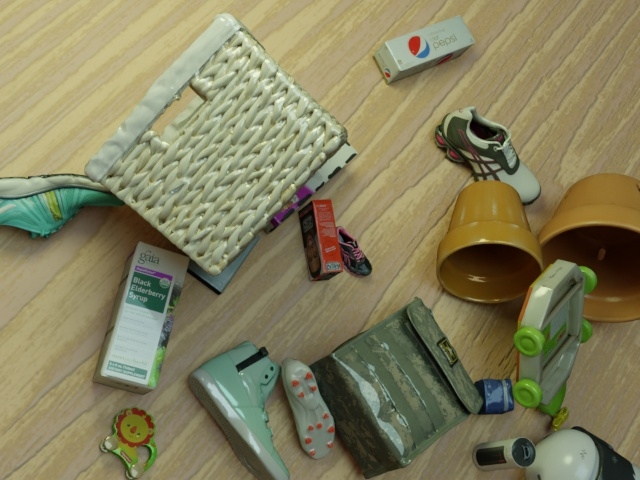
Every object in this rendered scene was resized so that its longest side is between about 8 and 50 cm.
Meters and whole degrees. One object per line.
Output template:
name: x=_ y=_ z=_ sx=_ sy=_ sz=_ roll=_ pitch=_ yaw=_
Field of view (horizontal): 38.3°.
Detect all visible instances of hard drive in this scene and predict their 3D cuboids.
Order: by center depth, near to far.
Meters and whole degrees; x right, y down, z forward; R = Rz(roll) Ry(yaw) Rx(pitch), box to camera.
hard drive: x=-0.183 y=0.019 z=1.681 sx=0.094 sy=0.022 sz=0.135 roll=37 pitch=63 yaw=-9

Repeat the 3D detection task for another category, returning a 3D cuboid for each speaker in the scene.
speaker: x=0.343 y=0.401 z=1.725 sx=0.055 sy=0.136 sz=0.055 roll=7 pitch=72 yaw=-21

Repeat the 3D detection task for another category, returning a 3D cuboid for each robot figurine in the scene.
robot figurine: x=0.522 y=0.480 z=1.762 sx=0.278 sy=0.209 sz=0.174 roll=33 pitch=93 yaw=-12

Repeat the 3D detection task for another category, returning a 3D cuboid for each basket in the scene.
basket: x=-0.150 y=-0.150 z=1.511 sx=0.266 sy=0.331 sz=0.328 roll=43 pitch=96 yaw=-3

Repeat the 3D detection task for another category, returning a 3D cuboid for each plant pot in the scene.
plant pot: x=0.334 y=-0.009 z=1.830 sx=0.205 sy=0.205 sz=0.188 roll=20 pitch=51 yaw=-17
plant pot: x=0.590 y=0.001 z=1.894 sx=0.290 sy=0.291 sz=0.204 roll=32 pitch=48 yaw=-11

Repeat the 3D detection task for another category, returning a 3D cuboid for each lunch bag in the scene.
lunch bag: x=0.153 y=0.255 z=1.676 sx=0.287 sy=0.169 sz=0.235 roll=-28 pitch=83 yaw=-35
lunch bag: x=0.337 y=0.302 z=1.778 sx=0.065 sy=0.098 sz=0.067 roll=0 pitch=78 yaw=-5

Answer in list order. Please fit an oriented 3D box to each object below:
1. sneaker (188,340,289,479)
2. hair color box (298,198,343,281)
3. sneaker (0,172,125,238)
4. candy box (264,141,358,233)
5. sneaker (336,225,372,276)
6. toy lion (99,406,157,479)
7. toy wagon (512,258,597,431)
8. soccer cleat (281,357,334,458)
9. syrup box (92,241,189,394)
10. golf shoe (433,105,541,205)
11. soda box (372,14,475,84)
sneaker: x=-0.096 y=0.294 z=1.593 sx=0.151 sy=0.094 sz=0.256 roll=-34 pitch=91 yaw=-31
hair color box: x=0.000 y=0.000 z=1.738 sx=0.043 sy=0.072 sz=0.141 roll=-4 pitch=75 yaw=-25
sneaker: x=-0.463 y=-0.058 z=1.558 sx=0.275 sy=0.107 sz=0.110 roll=-6 pitch=96 yaw=-20
candy box: x=-0.064 y=-0.147 z=1.757 sx=0.159 sy=0.071 sz=0.233 roll=49 pitch=63 yaw=-2
sneaker: x=0.059 y=0.019 z=1.767 sx=0.119 sy=0.057 sz=0.047 roll=47 pitch=60 yaw=-5
toy lion: x=-0.308 y=0.330 z=1.527 sx=0.100 sy=0.034 sz=0.096 roll=49 pitch=54 yaw=-3
toy wagon: x=0.448 y=0.215 z=1.788 sx=0.267 sy=0.068 sz=0.345 roll=-35 pitch=131 yaw=-44
soccer cleat: x=-0.023 y=0.293 z=1.626 sx=0.068 sy=0.076 sz=0.196 roll=-21 pitch=113 yaw=-15
syrup box: x=-0.301 y=0.131 z=1.554 sx=0.093 sy=0.096 sz=0.237 roll=19 pitch=68 yaw=-17
golf shoe: x=0.365 y=-0.172 z=1.925 sx=0.272 sy=0.120 sz=0.105 roll=35 pitch=62 yaw=-11
soda box: x=0.220 y=-0.407 z=1.963 sx=0.216 sy=0.069 sz=0.074 roll=-25 pitch=84 yaw=-28
